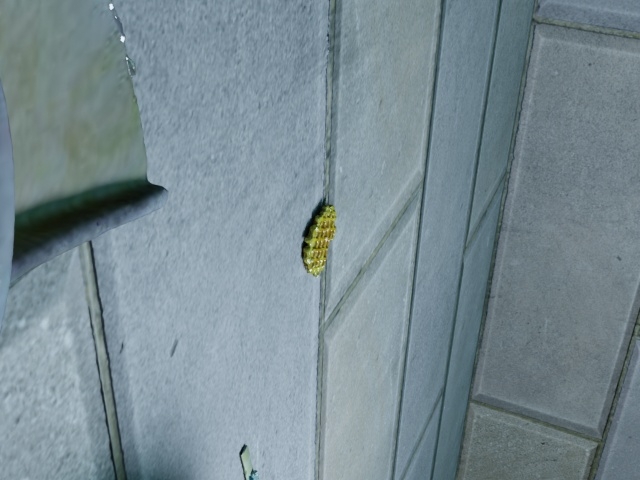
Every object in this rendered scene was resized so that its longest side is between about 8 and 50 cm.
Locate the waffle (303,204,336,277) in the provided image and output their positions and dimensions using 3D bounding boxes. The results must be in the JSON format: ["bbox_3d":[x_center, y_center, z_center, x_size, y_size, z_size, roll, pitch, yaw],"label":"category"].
[{"bbox_3d":[0.000,-0.002,1.064,0.078,0.016,0.085,71,37,-60],"label":"waffle"}]

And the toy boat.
[{"bbox_3d":[-0.169,-0.062,0.421,0.293,0.111,0.276,-72,166,-53],"label":"toy boat"}]

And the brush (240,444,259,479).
[{"bbox_3d":[-0.083,0.271,1.041,0.083,0.013,0.016,84,30,-44],"label":"brush"}]
